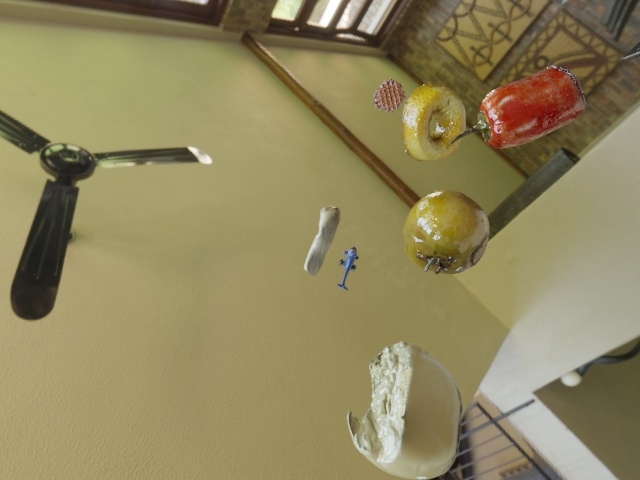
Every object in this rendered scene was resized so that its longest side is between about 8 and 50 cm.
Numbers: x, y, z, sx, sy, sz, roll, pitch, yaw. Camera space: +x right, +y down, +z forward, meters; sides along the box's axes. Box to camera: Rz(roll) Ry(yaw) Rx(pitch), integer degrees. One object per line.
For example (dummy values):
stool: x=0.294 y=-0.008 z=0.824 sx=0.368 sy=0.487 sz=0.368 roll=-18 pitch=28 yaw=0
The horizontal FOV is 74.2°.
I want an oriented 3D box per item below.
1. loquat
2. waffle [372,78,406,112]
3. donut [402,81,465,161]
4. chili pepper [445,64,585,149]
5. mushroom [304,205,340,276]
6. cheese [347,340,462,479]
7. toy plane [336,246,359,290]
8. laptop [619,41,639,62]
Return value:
loquat: x=0.301 y=-0.015 z=1.009 sx=0.213 sy=0.213 sz=0.213 roll=22 pitch=-140 yaw=-19
waffle: x=0.179 y=-0.374 z=1.101 sx=0.075 sy=0.083 sz=0.029 roll=33 pitch=-164 yaw=-5
donut: x=0.265 y=-0.267 z=0.970 sx=0.162 sy=0.178 sz=0.065 roll=-28 pitch=-148 yaw=-17
chili pepper: x=0.270 y=-0.176 z=0.614 sx=0.084 sy=0.192 sz=0.086 roll=50 pitch=-163 yaw=-68
mushroom: x=0.003 y=0.001 z=1.142 sx=0.059 sy=0.201 sz=0.054 roll=12 pitch=-166 yaw=-25
cheese: x=0.189 y=0.362 z=0.907 sx=0.233 sy=0.127 sz=0.265 roll=32 pitch=-128 yaw=-18
toy plane: x=0.082 y=0.079 z=1.262 sx=0.054 sy=0.062 sz=0.167 roll=25 pitch=-128 yaw=-5
laptop: x=0.784 y=-0.471 z=0.940 sx=0.016 sy=0.135 sz=0.197 roll=45 pitch=-176 yaw=-8
